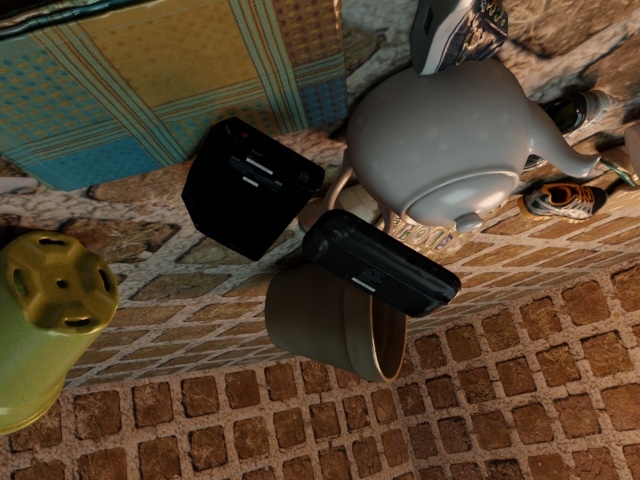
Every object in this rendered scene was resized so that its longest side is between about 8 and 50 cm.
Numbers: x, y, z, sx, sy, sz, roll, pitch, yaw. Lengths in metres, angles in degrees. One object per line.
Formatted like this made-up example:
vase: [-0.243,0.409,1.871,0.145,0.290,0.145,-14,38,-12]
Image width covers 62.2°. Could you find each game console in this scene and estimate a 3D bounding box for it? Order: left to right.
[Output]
game console: [0.000,0.000,0.667,0.362,0.043,0.213,30,148,-11]

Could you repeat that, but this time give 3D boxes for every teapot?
teapot: [0.157,-0.096,0.685,0.253,0.186,0.256,-4,160,-26]

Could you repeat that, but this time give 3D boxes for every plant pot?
plant pot: [-0.464,0.124,0.830,0.254,0.275,0.276,-36,154,24]
plant pot: [0.032,0.162,1.248,0.281,0.322,0.323,-2,167,21]

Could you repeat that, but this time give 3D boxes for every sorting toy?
sorting toy: [0.787,-0.120,1.320,0.193,0.038,0.208,-12,166,-3]

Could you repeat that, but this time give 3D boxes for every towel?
towel: [-0.156,-0.153,0.532,0.371,0.040,0.271,-16,163,0]

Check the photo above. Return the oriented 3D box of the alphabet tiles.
alphabet tiles: [0.234,-0.051,0.978,0.285,0.011,0.343,-49,148,20]

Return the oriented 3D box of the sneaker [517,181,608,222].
sneaker: [0.542,-0.089,1.154,0.215,0.084,0.083,-7,156,-16]

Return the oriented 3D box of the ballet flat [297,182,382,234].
ballet flat: [0.094,-0.055,0.938,0.316,0.107,0.106,-1,139,-47]

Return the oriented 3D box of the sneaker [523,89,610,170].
sneaker: [0.345,-0.168,0.808,0.075,0.063,0.170,-1,153,-35]

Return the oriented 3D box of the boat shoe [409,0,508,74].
boat shoe: [0.143,-0.225,0.497,0.083,0.065,0.183,-13,169,-5]

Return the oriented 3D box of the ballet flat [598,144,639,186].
ballet flat: [0.605,-0.158,1.044,0.206,0.073,0.067,5,127,-50]

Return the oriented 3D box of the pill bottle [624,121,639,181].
pill bottle: [0.669,-0.176,0.854,0.284,0.161,0.161,-21,160,21]
